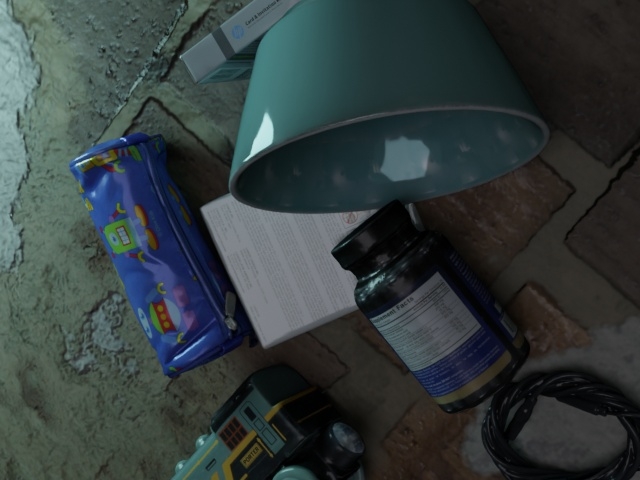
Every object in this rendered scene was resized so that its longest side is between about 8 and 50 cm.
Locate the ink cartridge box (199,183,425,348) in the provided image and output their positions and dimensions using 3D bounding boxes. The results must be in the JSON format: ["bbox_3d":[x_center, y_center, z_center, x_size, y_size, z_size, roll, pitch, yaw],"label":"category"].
[{"bbox_3d":[0.000,0.000,1.021,0.232,0.066,0.189,-24,94,1],"label":"ink cartridge box"}]

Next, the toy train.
[{"bbox_3d":[-0.087,0.311,1.074,0.190,0.142,0.334,48,115,18],"label":"toy train"}]

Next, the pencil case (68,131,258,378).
[{"bbox_3d":[-0.188,0.015,1.044,0.133,0.119,0.306,-23,94,42],"label":"pencil case"}]

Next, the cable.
[{"bbox_3d":[0.277,0.215,0.963,0.185,0.047,0.150,-25,88,26],"label":"cable"}]

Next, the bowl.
[{"bbox_3d":[0.055,-0.144,0.848,0.312,0.311,0.163,-12,78,22],"label":"bowl"}]

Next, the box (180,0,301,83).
[{"bbox_3d":[-0.042,-0.234,0.922,0.186,0.145,0.038,-30,91,24],"label":"box"}]

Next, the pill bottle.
[{"bbox_3d":[0.115,0.068,0.933,0.123,0.123,0.219,-38,92,23],"label":"pill bottle"}]
